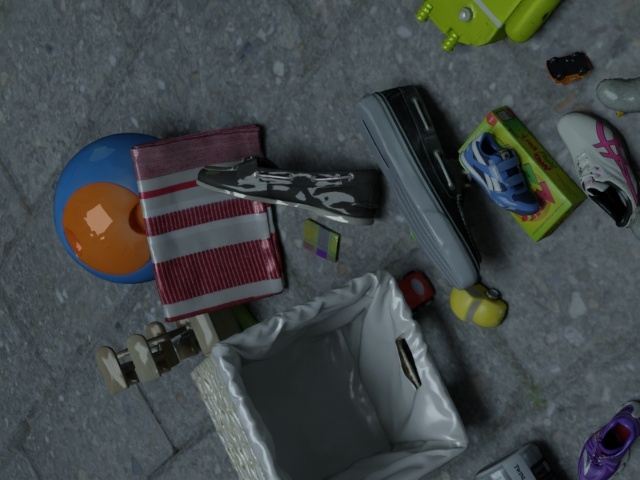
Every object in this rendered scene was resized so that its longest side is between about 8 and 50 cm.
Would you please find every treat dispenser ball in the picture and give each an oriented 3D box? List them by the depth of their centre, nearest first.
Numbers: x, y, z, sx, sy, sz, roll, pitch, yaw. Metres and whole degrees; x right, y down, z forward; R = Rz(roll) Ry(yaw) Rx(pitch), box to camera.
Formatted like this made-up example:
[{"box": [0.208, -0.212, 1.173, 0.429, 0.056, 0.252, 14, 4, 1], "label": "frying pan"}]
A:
[{"box": [-0.361, -0.061, 2.075, 0.288, 0.288, 0.288, 19, 119, 39], "label": "treat dispenser ball"}]

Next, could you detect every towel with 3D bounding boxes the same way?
[{"box": [0.000, 0.000, 1.942, 0.083, 0.009, 0.060, 26, 122, 35], "label": "towel"}, {"box": [-0.198, -0.032, 1.969, 0.037, 0.237, 0.329, -153, 52, -67], "label": "towel"}]

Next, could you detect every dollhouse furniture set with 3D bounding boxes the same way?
[{"box": [-0.298, 0.163, 2.105, 0.242, 0.212, 0.161, -22, 92, 22], "label": "dollhouse furniture set"}]

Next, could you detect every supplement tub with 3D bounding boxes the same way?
[{"box": [0.334, 0.422, 1.697, 0.117, 0.117, 0.190, -43, 75, 45], "label": "supplement tub"}]

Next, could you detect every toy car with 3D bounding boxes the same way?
[{"box": [0.356, -0.201, 1.474, 0.122, 0.060, 0.040, 56, 168, 22], "label": "toy car"}, {"box": [0.178, 0.032, 1.743, 0.239, 0.053, 0.225, 3, 108, 44], "label": "toy car"}]

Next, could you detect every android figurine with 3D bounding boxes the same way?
[{"box": [0.229, -0.386, 1.526, 0.248, 0.056, 0.273, 54, 134, 15], "label": "android figurine"}]

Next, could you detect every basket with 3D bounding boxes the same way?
[{"box": [0.006, 0.267, 1.785, 0.328, 0.331, 0.266, 65, 159, 4], "label": "basket"}]

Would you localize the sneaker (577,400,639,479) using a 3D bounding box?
[{"box": [0.418, 0.302, 1.598, 0.068, 0.071, 0.170, 42, 132, 25], "label": "sneaker"}]

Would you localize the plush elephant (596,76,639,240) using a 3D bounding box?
[{"box": [0.450, -0.155, 1.253, 0.330, 0.272, 0.255, -37, 92, 17], "label": "plush elephant"}]

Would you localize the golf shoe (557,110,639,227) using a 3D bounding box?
[{"box": [0.379, -0.098, 1.468, 0.186, 0.086, 0.067, 54, 137, 17], "label": "golf shoe"}]

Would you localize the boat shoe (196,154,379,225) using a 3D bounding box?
[{"box": [-0.053, -0.105, 1.857, 0.335, 0.112, 0.095, 14, 99, 21], "label": "boat shoe"}]

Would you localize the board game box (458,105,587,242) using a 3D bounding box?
[{"box": [0.291, -0.097, 1.585, 0.181, 0.043, 0.092, 52, 135, 17], "label": "board game box"}]

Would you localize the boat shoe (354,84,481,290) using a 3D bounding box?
[{"box": [0.174, -0.092, 1.646, 0.335, 0.119, 0.121, 64, 171, 7], "label": "boat shoe"}]

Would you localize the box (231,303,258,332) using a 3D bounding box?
[{"box": [-0.174, 0.175, 2.164, 0.178, 0.042, 0.109, 53, 135, 15], "label": "box"}]

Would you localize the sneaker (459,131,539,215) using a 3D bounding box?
[{"box": [0.259, -0.094, 1.548, 0.144, 0.053, 0.059, 47, 131, 20], "label": "sneaker"}]
